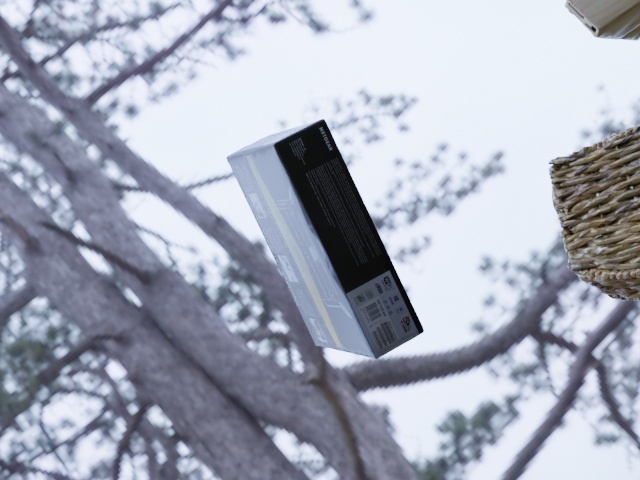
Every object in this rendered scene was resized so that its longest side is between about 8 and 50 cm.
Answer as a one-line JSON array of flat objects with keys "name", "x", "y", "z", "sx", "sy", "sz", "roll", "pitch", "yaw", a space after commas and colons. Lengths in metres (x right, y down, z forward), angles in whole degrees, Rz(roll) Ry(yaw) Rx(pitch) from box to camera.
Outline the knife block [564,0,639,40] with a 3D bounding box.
[{"name": "knife block", "x": 0.588, "y": -0.474, "z": 2.294, "sx": 0.276, "sy": 0.088, "sz": 0.242, "roll": -9, "pitch": -38, "yaw": -53}]

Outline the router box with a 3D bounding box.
[{"name": "router box", "x": 0.000, "y": 0.000, "z": 1.734, "sx": 0.081, "sy": 0.308, "sz": 0.243, "roll": -28, "pitch": 9, "yaw": -17}]

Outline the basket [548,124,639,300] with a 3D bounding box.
[{"name": "basket", "x": 0.480, "y": -0.030, "z": 1.656, "sx": 0.299, "sy": 0.213, "sz": 0.223, "roll": -23, "pitch": -28, "yaw": 26}]
